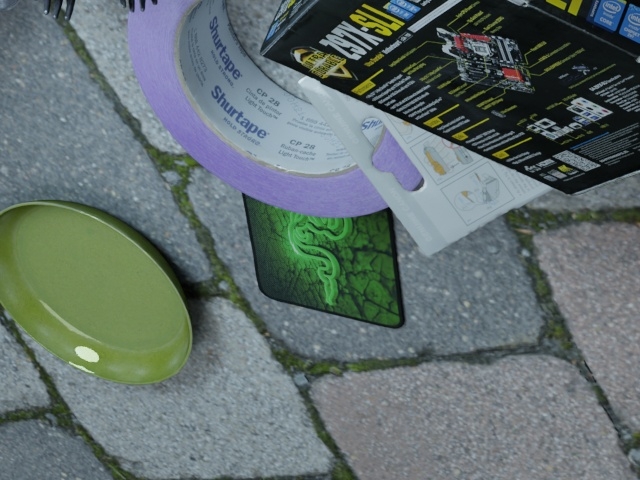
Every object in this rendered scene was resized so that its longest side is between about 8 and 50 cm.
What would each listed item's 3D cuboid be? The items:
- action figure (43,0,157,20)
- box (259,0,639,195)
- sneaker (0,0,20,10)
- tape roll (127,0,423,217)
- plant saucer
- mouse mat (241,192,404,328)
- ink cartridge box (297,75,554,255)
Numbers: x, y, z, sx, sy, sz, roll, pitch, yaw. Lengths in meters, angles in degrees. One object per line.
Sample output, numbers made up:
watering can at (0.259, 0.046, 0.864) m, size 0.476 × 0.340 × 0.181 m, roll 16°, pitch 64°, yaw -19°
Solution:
action figure at (-0.093, -0.253, 1.322) m, size 0.275 × 0.164 × 0.141 m, roll -42°, pitch 58°, yaw 46°
box at (0.122, -0.130, 1.204) m, size 0.257 × 0.079 × 0.322 m, roll 25°, pitch 168°, yaw -10°
sneaker at (-0.247, -0.319, 1.404) m, size 0.137 × 0.210 × 0.366 m, roll 18°, pitch 137°, yaw 16°
tape roll at (-0.015, -0.151, 1.515) m, size 0.274 × 0.090 × 0.275 m, roll 18°, pitch 138°, yaw 17°
plant saucer at (-0.227, 0.045, 1.882) m, size 0.241 × 0.037 × 0.241 m, roll 18°, pitch 138°, yaw 17°
mouse mat at (0.000, 0.000, 1.716) m, size 0.152 × 0.007 × 0.190 m, roll 12°, pitch 134°, yaw 23°
ink cartridge box at (0.130, -0.120, 1.408) m, size 0.232 × 0.066 × 0.189 m, roll -28°, pitch 115°, yaw 22°
